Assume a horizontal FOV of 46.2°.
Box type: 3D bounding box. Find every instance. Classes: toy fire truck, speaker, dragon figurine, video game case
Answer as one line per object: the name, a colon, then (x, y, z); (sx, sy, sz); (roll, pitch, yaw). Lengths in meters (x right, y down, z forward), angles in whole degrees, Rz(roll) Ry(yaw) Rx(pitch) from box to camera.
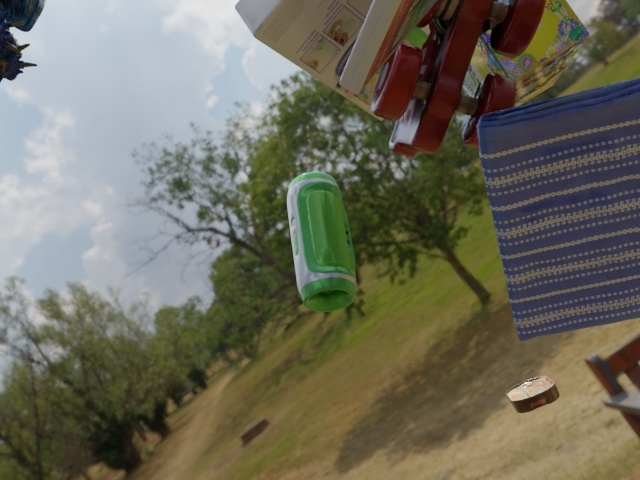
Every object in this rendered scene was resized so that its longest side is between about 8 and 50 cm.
toy fire truck: (0.172, -0.263, 1.053); (0.254, 0.169, 0.302); (-120, 46, -80)
speaker: (0.000, 0.000, 1.634); (0.131, 0.297, 0.131); (-6, -31, -4)
dragon figurine: (-0.314, -0.266, 0.749); (0.085, 0.144, 0.289); (-55, 15, 45)
video game case: (0.120, -0.289, 0.733); (0.285, 0.025, 0.204); (-54, -5, -38)

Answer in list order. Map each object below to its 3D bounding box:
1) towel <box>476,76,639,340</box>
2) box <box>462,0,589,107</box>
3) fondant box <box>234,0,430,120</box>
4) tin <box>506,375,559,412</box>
towel: (0.323, -0.024, 0.854); (0.243, 0.336, 0.040); (-12, 34, 12)
box: (0.354, -0.434, 1.525); (0.177, 0.290, 0.279); (-31, -8, -2)
fondant box: (0.062, -0.367, 1.209); (0.330, 0.096, 0.238); (24, -64, -45)
tin: (0.482, 0.351, 1.712); (0.106, 0.040, 0.189); (-20, -4, 7)
